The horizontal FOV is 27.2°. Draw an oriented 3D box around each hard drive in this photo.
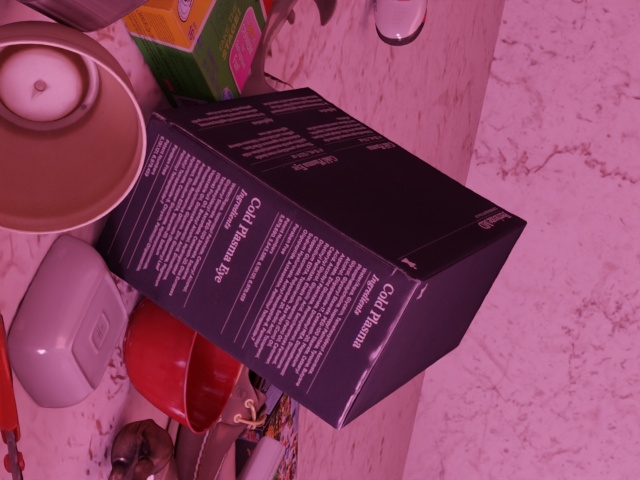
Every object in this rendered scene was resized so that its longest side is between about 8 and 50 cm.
[{"bbox_3d":[-0.143,0.430,1.753,0.307,0.040,0.203,-63,-179,-42],"label":"hard drive"}]

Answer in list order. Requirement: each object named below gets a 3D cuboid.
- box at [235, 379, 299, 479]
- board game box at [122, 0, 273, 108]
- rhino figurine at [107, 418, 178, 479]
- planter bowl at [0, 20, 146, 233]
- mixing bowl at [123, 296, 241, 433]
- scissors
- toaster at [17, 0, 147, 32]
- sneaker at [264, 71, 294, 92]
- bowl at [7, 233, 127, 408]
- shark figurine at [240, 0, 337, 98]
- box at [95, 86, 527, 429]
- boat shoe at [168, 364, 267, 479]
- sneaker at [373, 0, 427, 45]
[{"bbox_3d":[-0.079,0.323,2.014,0.159,0.044,0.233,-58,155,-53],"label":"box"},{"bbox_3d":[-0.104,-0.314,1.385,0.242,0.064,0.316,66,39,-66],"label":"board game box"},{"bbox_3d":[-0.196,0.293,1.508,0.243,0.073,0.106,88,12,-51],"label":"rhino figurine"},{"bbox_3d":[-0.216,-0.102,1.010,0.109,0.162,0.162,-104,-167,-55],"label":"planter bowl"},{"bbox_3d":[-0.156,0.116,1.465,0.181,0.098,0.181,11,90,-75],"label":"mixing bowl"},{"bbox_3d":[-0.245,0.153,1.035,0.109,0.021,0.297,98,-20,-49],"label":"scissors"},{"bbox_3d":[-0.170,-0.246,0.995,0.227,0.129,0.146,-38,168,5],"label":"toaster"},{"bbox_3d":[-0.062,-0.163,1.705,0.073,0.063,0.162,-59,159,-3],"label":"sneaker"},{"bbox_3d":[-0.231,0.081,1.252,0.142,0.053,0.142,77,28,-55],"label":"bowl"},{"bbox_3d":[-0.056,-0.295,1.580,0.116,0.166,0.278,30,90,-48],"label":"shark figurine"},{"bbox_3d":[0.000,0.000,1.386,0.343,0.312,0.179,-21,140,-62],"label":"box"},{"bbox_3d":[-0.111,0.184,1.685,0.116,0.097,0.324,68,37,-65],"label":"boat shoe"},{"bbox_3d":[0.132,-0.454,2.099,0.145,0.090,0.270,69,33,-62],"label":"sneaker"}]
